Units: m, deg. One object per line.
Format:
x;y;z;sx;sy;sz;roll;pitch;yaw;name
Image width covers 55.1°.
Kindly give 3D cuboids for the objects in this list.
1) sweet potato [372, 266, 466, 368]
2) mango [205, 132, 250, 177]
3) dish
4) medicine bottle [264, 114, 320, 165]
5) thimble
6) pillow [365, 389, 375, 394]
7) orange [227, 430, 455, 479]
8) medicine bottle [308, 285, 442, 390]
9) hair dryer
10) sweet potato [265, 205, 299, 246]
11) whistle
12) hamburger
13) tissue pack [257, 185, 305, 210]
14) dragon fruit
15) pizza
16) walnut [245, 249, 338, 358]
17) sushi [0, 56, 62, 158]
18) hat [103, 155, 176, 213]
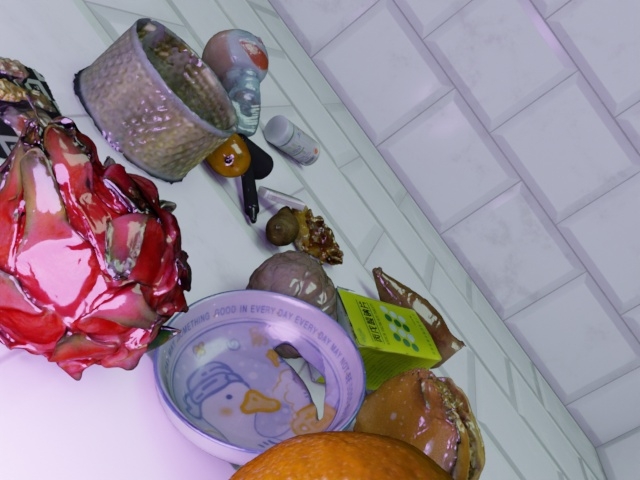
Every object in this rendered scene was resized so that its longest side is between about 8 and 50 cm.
0.253;0.207;1.684;0.337;0.131;0.131;49;19;-12;sweet potato
-0.212;-0.203;1.323;0.163;0.089;0.111;52;4;25;mango
-0.086;0.203;0.826;0.273;0.134;0.273;9;37;-7;dish
-0.080;-0.292;1.810;0.183;0.086;0.086;29;31;-55;medicine bottle
-0.289;-0.255;1.116;0.271;0.150;0.271;47;19;-22;thimble
0.144;0.328;1.313;0.229;0.051;0.128;53;28;3;pillow
0.034;0.353;0.593;0.357;0.322;0.322;47;17;-49;orange
0.093;0.200;1.204;0.250;0.141;0.137;18;39;-39;medicine bottle
-0.149;-0.128;1.383;0.114;0.070;0.248;36;30;-44;hair dryer
-0.083;-0.029;1.365;0.075;0.074;0.269;51;8;-9;sweet potato
-0.210;-0.429;1.627;0.189;0.189;0.348;29;42;-53;whistle
0.174;0.349;1.070;0.163;0.244;0.244;24;34;-39;hamburger
-0.092;-0.100;1.452;0.108;0.023;0.056;17;11;-30;tissue pack
-0.244;-0.005;0.631;0.234;0.233;0.293;-71;159;-68;dragon fruit
0.001;-0.002;1.513;0.194;0.069;0.154;41;21;-32;pizza
-0.049;0.106;1.061;0.178;0.178;0.230;50;14;-12;walnut
-0.420;-0.200;0.867;0.210;0.040;0.192;59;19;14;sushi
-0.290;-0.028;0.865;0.147;0.085;0.175;50;38;-50;hat
